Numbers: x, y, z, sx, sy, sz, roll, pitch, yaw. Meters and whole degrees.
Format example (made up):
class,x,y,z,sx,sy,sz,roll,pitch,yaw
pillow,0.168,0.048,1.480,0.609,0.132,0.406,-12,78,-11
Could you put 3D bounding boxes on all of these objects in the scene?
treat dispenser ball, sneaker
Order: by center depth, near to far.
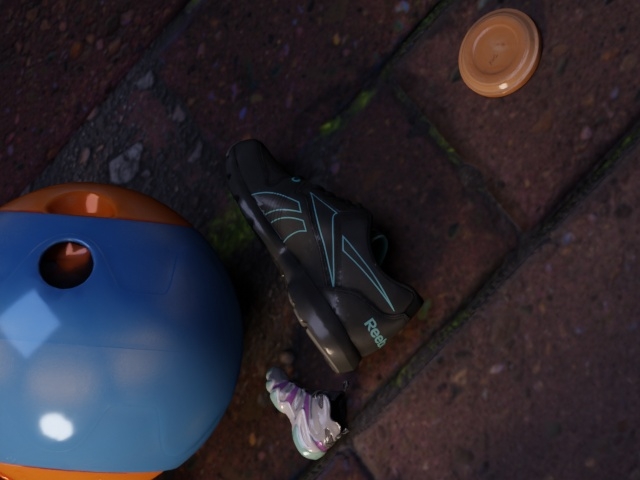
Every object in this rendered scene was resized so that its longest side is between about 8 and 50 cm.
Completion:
class,x,y,z,sx,sy,sz,roll,pitch,yaw
sneaker,-0.004,0.142,1.606,0.069,0.038,0.098,-39,65,18
treat dispenser ball,-0.214,0.091,1.613,0.288,0.288,0.288,-12,68,33
sneaker,0.000,0.000,1.627,0.106,0.101,0.267,-32,58,1

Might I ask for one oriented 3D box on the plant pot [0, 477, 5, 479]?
class,x,y,z,sx,sy,sz,roll,pitch,yaw
plant pot,-0.419,0.149,1.779,0.275,0.275,0.243,-9,79,34

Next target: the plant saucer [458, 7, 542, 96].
class,x,y,z,sx,sy,sz,roll,pitch,yaw
plant saucer,0.160,-0.171,1.599,0.083,0.013,0.083,-12,69,34
